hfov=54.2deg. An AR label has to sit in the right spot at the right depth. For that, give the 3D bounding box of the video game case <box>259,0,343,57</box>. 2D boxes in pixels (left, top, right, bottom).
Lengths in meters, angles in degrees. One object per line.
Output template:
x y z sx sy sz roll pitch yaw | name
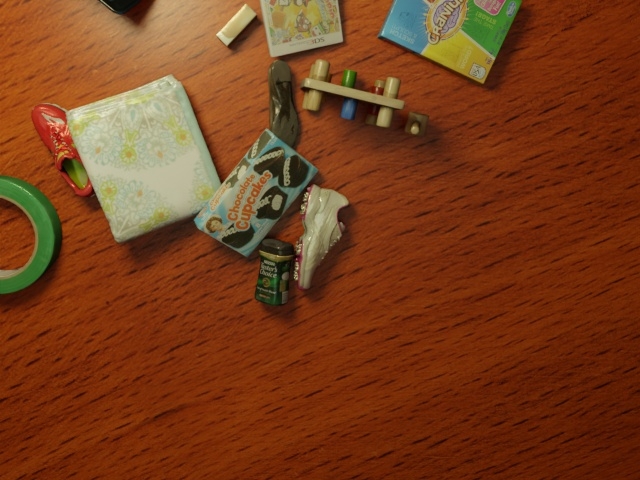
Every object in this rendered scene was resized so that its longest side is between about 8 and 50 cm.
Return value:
-0.053 -0.613 1.634 0.206 0.026 0.227 -16 117 -13 | video game case

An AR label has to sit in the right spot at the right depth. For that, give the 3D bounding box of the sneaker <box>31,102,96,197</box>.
-0.671 -0.240 1.661 0.107 0.118 0.279 -30 103 1 | sneaker

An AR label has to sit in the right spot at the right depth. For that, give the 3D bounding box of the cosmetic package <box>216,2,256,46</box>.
-0.221 -0.568 1.658 0.041 0.060 0.115 44 94 -12 | cosmetic package

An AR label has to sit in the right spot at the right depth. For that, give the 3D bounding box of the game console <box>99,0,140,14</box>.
-0.515 -0.748 1.531 0.293 0.173 0.250 38 110 -12 | game console

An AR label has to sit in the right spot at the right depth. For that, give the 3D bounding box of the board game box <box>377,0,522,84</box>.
0.347 -0.598 1.695 0.316 0.064 0.242 22 99 -9 | board game box

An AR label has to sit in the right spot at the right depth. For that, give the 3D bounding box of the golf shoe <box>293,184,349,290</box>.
0.000 0.000 1.774 0.140 0.115 0.306 8 102 -10 | golf shoe

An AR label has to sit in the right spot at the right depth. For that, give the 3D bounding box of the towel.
-0.460 -0.220 1.672 0.320 0.090 0.374 -22 100 -12 | towel

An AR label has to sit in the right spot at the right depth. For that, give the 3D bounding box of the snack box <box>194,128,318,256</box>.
-0.175 -0.124 1.716 0.187 0.060 0.322 34 99 -40 | snack box

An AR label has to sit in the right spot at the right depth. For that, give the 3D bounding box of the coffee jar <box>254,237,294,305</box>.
-0.132 0.088 1.787 0.096 0.079 0.184 14 103 32 | coffee jar

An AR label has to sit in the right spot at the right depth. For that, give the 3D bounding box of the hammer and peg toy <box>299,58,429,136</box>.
0.128 -0.368 1.624 0.361 0.266 0.127 12 101 -6 | hammer and peg toy

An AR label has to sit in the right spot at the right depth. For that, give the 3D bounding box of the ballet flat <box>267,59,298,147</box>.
-0.111 -0.367 1.718 0.084 0.058 0.250 -12 110 -24 | ballet flat

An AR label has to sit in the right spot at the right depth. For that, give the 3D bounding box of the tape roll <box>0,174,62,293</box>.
-0.883 -0.017 1.714 0.321 0.077 0.321 -1 103 -4 | tape roll
